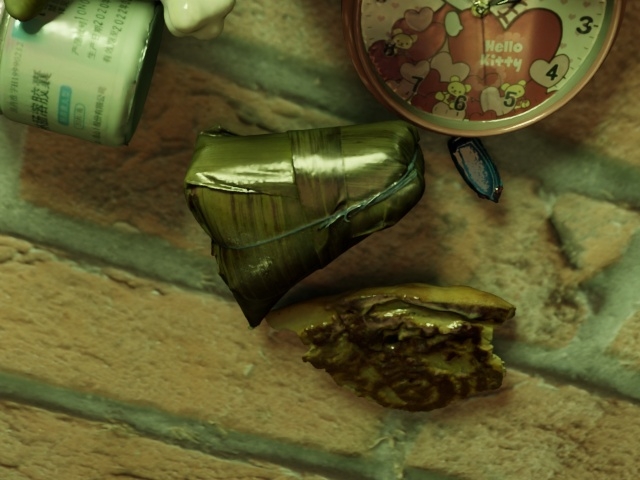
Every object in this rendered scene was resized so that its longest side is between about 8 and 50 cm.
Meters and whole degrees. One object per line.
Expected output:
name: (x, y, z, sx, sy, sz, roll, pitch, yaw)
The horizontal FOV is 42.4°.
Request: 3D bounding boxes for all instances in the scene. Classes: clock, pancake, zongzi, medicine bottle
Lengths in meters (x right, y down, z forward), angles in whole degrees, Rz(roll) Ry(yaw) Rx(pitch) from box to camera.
clock: (0.139, -0.197, 0.706, 0.245, 0.056, 0.244, 1, 124, 1)
pancake: (0.099, 0.102, 0.909, 0.257, 0.056, 0.212, 33, 126, -28)
zongzi: (0.000, 0.000, 0.802, 0.221, 0.112, 0.242, -4, 128, 14)
medicine bottle: (-0.227, -0.160, 0.688, 0.169, 0.135, 0.135, 16, 122, -9)

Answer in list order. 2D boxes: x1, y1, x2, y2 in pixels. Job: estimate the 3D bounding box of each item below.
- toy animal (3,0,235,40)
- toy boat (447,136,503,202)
toy animal: (-0.190, -0.312, 0.569, 0.181, 0.180, 0.362, -11, 130, 16)
toy boat: (0.154, -0.071, 0.804, 0.038, 0.038, 0.083, -27, 102, 17)
